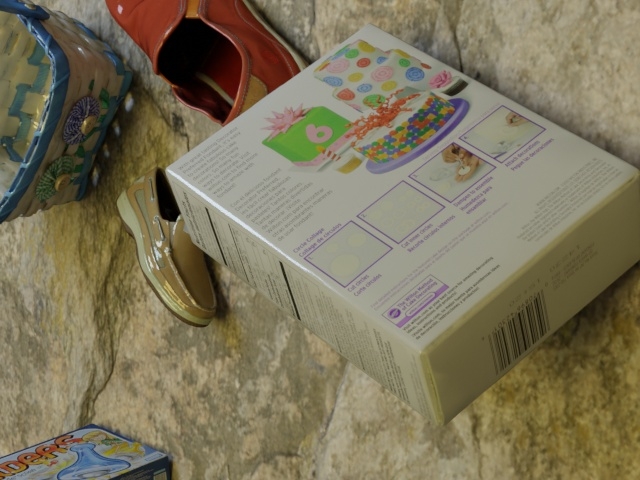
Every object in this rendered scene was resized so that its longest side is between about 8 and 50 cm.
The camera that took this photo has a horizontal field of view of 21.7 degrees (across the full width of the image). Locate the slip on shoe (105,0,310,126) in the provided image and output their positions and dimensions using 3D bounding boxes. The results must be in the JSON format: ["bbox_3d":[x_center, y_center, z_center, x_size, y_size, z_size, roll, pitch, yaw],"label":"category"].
[{"bbox_3d":[-0.129,-0.203,1.668,0.331,0.101,0.123,44,121,38],"label":"slip on shoe"}]

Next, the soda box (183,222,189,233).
[{"bbox_3d":[0.000,0.000,1.539,0.286,0.091,0.098,30,111,41],"label":"soda box"}]

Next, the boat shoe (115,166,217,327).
[{"bbox_3d":[-0.149,0.001,1.713,0.072,0.068,0.190,-45,58,21],"label":"boat shoe"}]

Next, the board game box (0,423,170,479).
[{"bbox_3d":[-0.276,0.251,1.736,0.136,0.201,0.035,13,113,44],"label":"board game box"}]

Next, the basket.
[{"bbox_3d":[-0.356,-0.146,1.761,0.201,0.289,0.254,45,121,36],"label":"basket"}]

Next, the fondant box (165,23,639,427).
[{"bbox_3d":[0.067,-0.026,1.372,0.330,0.238,0.096,35,154,39],"label":"fondant box"}]
